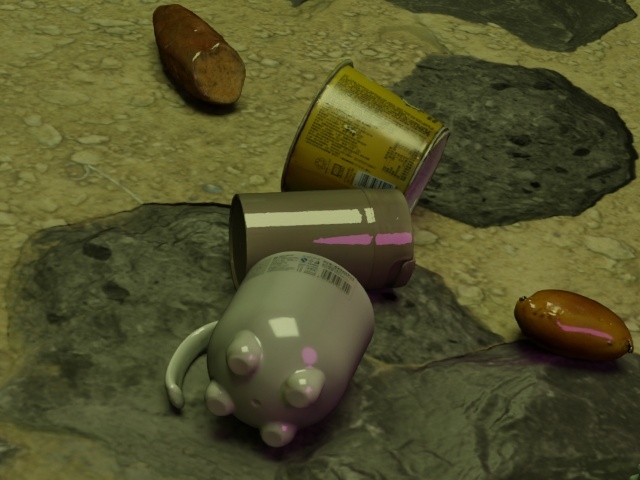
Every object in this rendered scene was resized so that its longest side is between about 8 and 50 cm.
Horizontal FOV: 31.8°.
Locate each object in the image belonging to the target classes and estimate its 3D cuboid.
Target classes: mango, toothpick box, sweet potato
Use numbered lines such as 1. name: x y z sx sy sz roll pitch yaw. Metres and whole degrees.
1. mango: 0.261 0.091 1.166 0.127 0.063 0.077 18 29 4
2. toothpick box: 0.000 0.000 1.195 0.181 0.111 0.111 -2 35 -15
3. sweet potato: -0.179 -0.272 1.580 0.097 0.097 0.251 -8 39 -24

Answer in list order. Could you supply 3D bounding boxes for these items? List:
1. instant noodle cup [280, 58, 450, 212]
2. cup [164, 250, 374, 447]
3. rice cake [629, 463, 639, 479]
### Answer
1. instant noodle cup: 0.057 -0.100 1.317 0.144 0.182 0.182 28 36 9
2. cup: -0.053 0.097 1.016 0.174 0.134 0.142 17 36 10
3. rice cake: 0.332 0.255 0.934 0.069 0.063 0.206 -6 36 -25
